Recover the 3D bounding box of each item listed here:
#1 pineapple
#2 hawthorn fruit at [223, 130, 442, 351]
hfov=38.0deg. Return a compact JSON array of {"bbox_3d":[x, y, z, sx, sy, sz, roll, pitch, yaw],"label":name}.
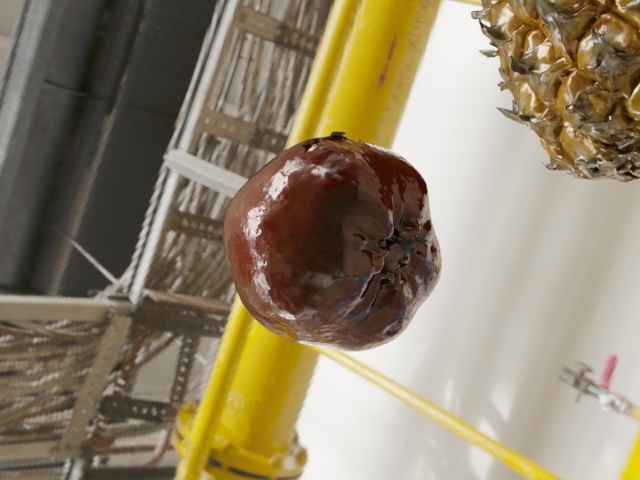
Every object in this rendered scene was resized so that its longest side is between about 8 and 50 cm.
[{"bbox_3d":[0.323,-0.225,0.893,0.352,0.352,0.300,-4,-110,-42],"label":"pineapple"},{"bbox_3d":[0.000,0.000,0.795,0.185,0.202,0.185,-4,-83,-36],"label":"hawthorn fruit"}]
